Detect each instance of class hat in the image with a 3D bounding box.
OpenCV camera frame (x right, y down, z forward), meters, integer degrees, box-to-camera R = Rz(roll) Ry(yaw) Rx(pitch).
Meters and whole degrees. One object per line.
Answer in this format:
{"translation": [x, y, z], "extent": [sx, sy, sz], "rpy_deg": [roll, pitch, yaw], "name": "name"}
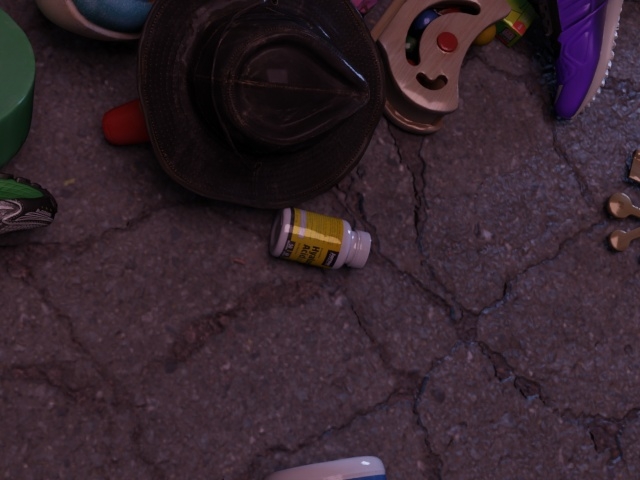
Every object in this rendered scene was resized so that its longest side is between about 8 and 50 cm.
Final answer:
{"translation": [-0.037, -0.181, 1.469], "extent": [0.331, 0.134, 0.331], "rpy_deg": [-4, 99, -31], "name": "hat"}

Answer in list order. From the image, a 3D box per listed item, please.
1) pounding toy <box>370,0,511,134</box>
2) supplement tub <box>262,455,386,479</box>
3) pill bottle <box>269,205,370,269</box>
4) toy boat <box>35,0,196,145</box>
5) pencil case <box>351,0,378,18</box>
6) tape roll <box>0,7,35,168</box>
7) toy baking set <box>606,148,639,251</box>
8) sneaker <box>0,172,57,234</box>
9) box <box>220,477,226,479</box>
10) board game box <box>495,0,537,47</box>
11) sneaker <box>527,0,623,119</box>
{"translation": [0.146, -0.244, 1.653], "extent": [0.269, 0.155, 0.154], "rpy_deg": [-39, 85, -23], "name": "pounding toy"}
{"translation": [0.017, 0.353, 1.451], "extent": [0.144, 0.144, 0.200], "rpy_deg": [-5, 76, -19], "name": "supplement tub"}
{"translation": [0.000, 0.000, 1.587], "extent": [0.116, 0.065, 0.065], "rpy_deg": [13, 72, -14], "name": "pill bottle"}
{"translation": [-0.220, -0.271, 1.518], "extent": [0.148, 0.267, 0.318], "rpy_deg": [-12, 100, 21], "name": "toy boat"}
{"translation": [-0.066, -0.440, 1.640], "extent": [0.386, 0.167, 0.160], "rpy_deg": [38, 95, -5], "name": "pencil case"}
{"translation": [-0.474, -0.176, 1.395], "extent": [0.321, 0.077, 0.321], "rpy_deg": [9, 42, -8], "name": "tape roll"}
{"translation": [0.496, -0.007, 1.772], "extent": [0.197, 0.030, 0.256], "rpy_deg": [-43, 90, -20], "name": "toy baking set"}
{"translation": [-0.455, 0.017, 1.416], "extent": [0.343, 0.134, 0.146], "rpy_deg": [-19, 88, -13], "name": "sneaker"}
{"translation": [-0.147, 0.363, 1.459], "extent": [0.162, 0.029, 0.116], "rpy_deg": [-30, 87, -22], "name": "box"}
{"translation": [0.224, -0.362, 1.772], "extent": [0.181, 0.043, 0.092], "rpy_deg": [40, 67, -4], "name": "board game box"}
{"translation": [0.330, -0.314, 1.727], "extent": [0.146, 0.102, 0.293], "rpy_deg": [12, 107, 3], "name": "sneaker"}
